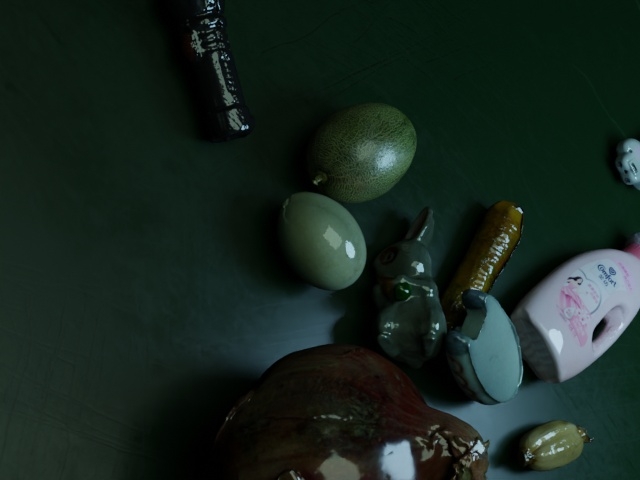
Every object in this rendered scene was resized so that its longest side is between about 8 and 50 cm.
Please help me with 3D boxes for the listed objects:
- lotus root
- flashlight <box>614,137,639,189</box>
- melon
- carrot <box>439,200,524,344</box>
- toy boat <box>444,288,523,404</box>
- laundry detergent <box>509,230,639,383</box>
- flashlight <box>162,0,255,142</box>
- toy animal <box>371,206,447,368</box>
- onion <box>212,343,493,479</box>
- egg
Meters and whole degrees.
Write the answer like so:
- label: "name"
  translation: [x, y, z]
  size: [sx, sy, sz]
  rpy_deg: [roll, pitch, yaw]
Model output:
- label: "lotus root"
  translation: [0.358, 0.315, 2.033]
  size: [0.150, 0.062, 0.073]
  rpy_deg: [-12, 63, -35]
- label: "flashlight"
  translation: [0.580, -0.158, 2.290]
  size: [0.200, 0.047, 0.093]
  rpy_deg: [-33, 97, -36]
- label: "melon"
  translation: [0.054, -0.125, 1.901]
  size: [0.192, 0.139, 0.139]
  rpy_deg: [-35, 98, -32]
- label: "carrot"
  translation: [0.239, 0.048, 2.018]
  size: [0.070, 0.070, 0.260]
  rpy_deg: [42, 61, -17]
- label: "toy boat"
  translation: [0.231, 0.163, 1.944]
  size: [0.207, 0.079, 0.134]
  rpy_deg: [54, 48, -45]
- label: "laundry detergent"
  translation: [0.446, 0.091, 2.124]
  size: [0.335, 0.088, 0.159]
  rpy_deg: [-33, 101, -33]
- label: "flashlight"
  translation: [-0.155, -0.250, 1.834]
  size: [0.093, 0.093, 0.231]
  rpy_deg: [-13, 89, -33]
- label: "toy animal"
  translation: [0.125, 0.068, 1.938]
  size: [0.108, 0.138, 0.236]
  rpy_deg: [-7, 52, 7]
- label: "onion"
  translation: [0.016, 0.303, 1.686]
  size: [0.354, 0.354, 0.353]
  rpy_deg: [8, 75, -30]
- label: "egg"
  translation: [0.000, 0.000, 1.852]
  size: [0.114, 0.114, 0.152]
  rpy_deg: [-42, 99, -32]
